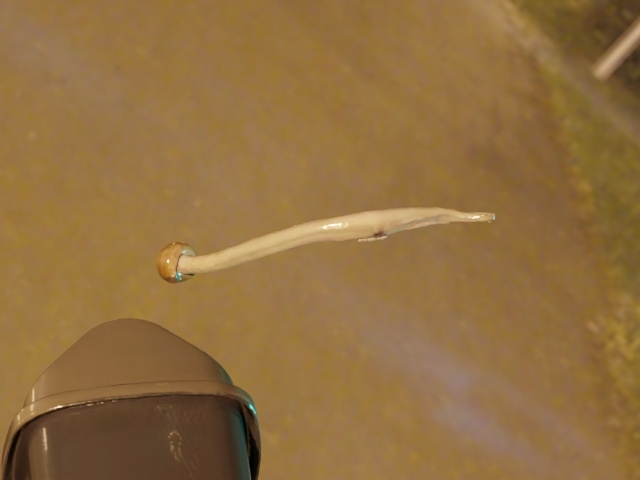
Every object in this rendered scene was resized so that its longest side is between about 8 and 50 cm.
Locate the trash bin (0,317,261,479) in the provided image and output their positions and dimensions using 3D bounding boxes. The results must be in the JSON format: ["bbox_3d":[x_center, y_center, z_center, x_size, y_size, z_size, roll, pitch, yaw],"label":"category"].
[{"bbox_3d":[-0.121,0.218,1.226,0.182,0.209,0.290,-4,51,-12],"label":"trash bin"}]

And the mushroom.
[{"bbox_3d":[-0.001,-0.003,1.587,0.068,0.306,0.043,-62,141,-73],"label":"mushroom"}]
